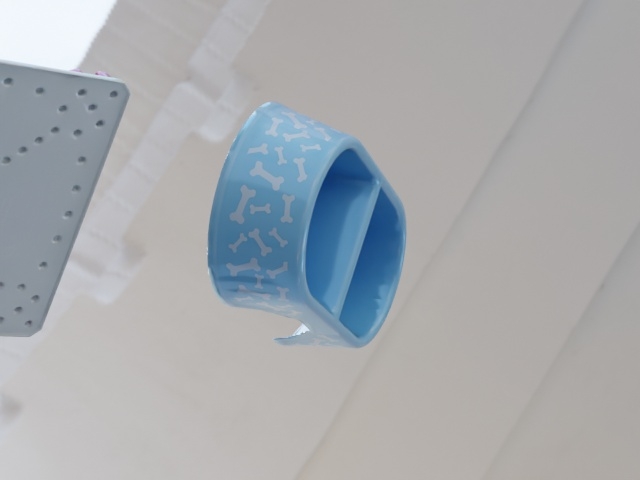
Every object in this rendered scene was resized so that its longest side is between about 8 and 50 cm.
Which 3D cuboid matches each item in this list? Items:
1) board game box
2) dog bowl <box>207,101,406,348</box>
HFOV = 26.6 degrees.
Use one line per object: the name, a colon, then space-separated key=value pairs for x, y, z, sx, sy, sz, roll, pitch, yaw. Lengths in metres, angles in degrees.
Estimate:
board game box: x=-0.468 y=-0.058 z=1.629 sx=0.050 sy=0.390 sz=0.390 roll=51 pitch=-55 yaw=44
dog bowl: x=0.000 y=0.000 z=1.115 sx=0.074 sy=0.297 sz=0.166 roll=13 pitch=-103 yaw=21
